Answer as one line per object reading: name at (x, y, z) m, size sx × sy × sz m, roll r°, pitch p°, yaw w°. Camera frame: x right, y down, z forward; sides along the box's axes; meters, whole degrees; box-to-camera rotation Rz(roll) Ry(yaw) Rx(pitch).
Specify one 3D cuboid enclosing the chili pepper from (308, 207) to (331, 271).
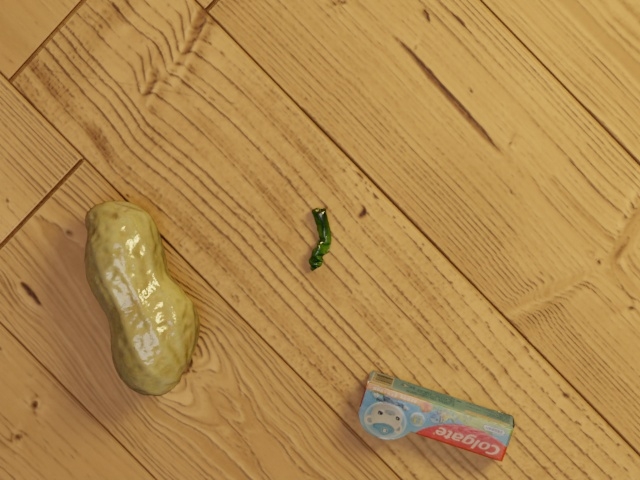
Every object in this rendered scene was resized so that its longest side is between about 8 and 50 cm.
chili pepper at (0.000, 0.000, 1.580) m, size 0.027 × 0.022 × 0.083 m, roll 0°, pitch 102°, yaw -25°

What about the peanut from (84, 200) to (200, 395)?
peanut at (-0.225, 0.071, 1.583) m, size 0.124 × 0.123 × 0.256 m, roll -13°, pitch 95°, yaw 11°

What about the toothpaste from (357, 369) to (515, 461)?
toothpaste at (0.145, 0.233, 1.590) m, size 0.193 × 0.044 × 0.070 m, roll 18°, pitch 105°, yaw 5°
